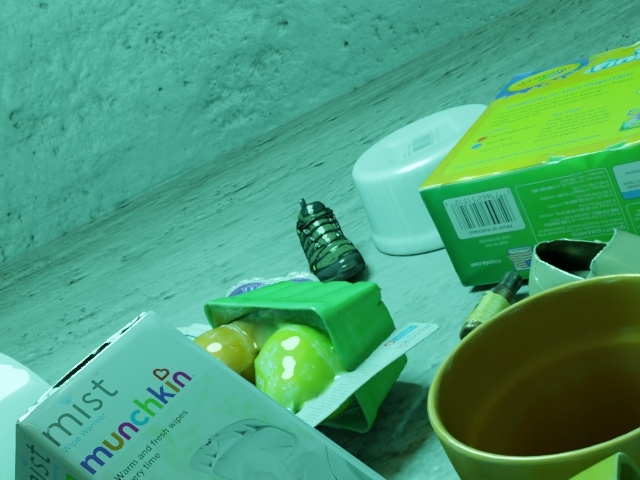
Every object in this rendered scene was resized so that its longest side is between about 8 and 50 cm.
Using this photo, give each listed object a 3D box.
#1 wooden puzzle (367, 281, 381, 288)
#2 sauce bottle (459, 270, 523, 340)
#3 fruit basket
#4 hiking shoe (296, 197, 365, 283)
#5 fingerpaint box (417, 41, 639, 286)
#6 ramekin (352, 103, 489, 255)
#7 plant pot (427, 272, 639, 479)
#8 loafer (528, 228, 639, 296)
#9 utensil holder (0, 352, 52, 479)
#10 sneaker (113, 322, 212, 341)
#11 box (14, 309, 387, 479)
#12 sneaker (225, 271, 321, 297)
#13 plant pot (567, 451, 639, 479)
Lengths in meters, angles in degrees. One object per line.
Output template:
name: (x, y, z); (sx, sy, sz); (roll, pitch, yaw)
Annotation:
wooden puzzle: (0.049, 0.081, 1.327); (0.083, 0.006, 0.049); (-22, 19, 13)
sauce bottle: (0.204, 0.081, 1.068); (0.042, 0.042, 0.128); (-11, 22, 39)
fruit basket: (-0.087, 0.181, 0.997); (0.327, 0.165, 0.353); (-3, 31, 50)
hiking shoe: (0.000, 0.000, 1.440); (0.086, 0.114, 0.227); (-30, 19, -7)
fingerpaint box: (0.408, -0.123, 1.147); (0.445, 0.163, 0.371); (-11, 25, 38)
ramekin: (0.185, -0.105, 1.441); (0.277, 0.135, 0.277); (-23, 19, 9)
plant pot: (0.205, 0.155, 0.634); (0.205, 0.188, 0.205); (-24, 19, 9)
loafer: (0.325, 0.037, 0.938); (0.269, 0.092, 0.102); (-8, 26, 43)
utensil holder: (-0.376, 0.318, 0.773); (0.328, 0.327, 0.385); (-7, 26, 45)
sneaker: (-0.216, 0.168, 1.354); (0.091, 0.094, 0.258); (-18, 14, -40)
box: (-0.081, 0.216, 0.615); (0.127, 0.231, 0.262); (-44, -17, -42)
sneaker: (-0.080, 0.094, 1.378); (0.170, 0.068, 0.071); (-18, 26, 24)
plant pot: (0.115, 0.272, 0.442); (0.187, 0.212, 0.212); (-31, 14, 31)
